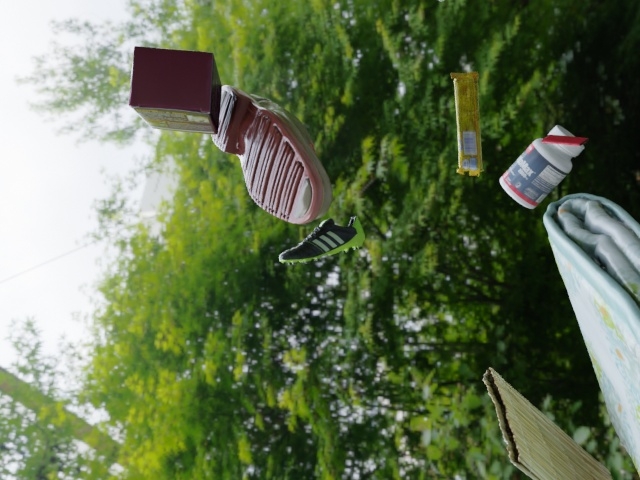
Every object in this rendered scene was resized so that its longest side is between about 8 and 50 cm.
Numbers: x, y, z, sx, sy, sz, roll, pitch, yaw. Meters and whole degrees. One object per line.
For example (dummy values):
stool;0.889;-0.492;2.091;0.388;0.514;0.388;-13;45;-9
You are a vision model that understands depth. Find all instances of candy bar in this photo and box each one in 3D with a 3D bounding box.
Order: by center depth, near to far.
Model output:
candy bar;0.209;-0.168;0.997;0.018;0.040;0.161;95;175;-76

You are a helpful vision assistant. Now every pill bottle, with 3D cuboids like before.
pill bottle;0.510;-0.171;1.613;0.108;0.180;0.108;30;-153;-17

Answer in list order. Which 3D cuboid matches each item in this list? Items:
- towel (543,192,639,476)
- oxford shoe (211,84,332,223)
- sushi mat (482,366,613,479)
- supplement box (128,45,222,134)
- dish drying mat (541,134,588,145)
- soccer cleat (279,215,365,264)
towel;0.350;0.146;0.756;0.374;0.090;0.320;-79;-30;-67
oxford shoe;-0.048;-0.134;1.025;0.130;0.348;0.123;6;-59;-32
sushi mat;0.329;0.305;0.935;0.316;0.019;0.151;41;-156;-26
supplement box;-0.195;-0.203;0.974;0.188;0.104;0.080;-176;90;-85
dish drying mat;0.466;-0.191;1.343;0.032;0.083;0.008;-32;-60;-30
soccer cleat;0.000;0.000;1.347;0.179;0.060;0.072;-15;-89;-20
